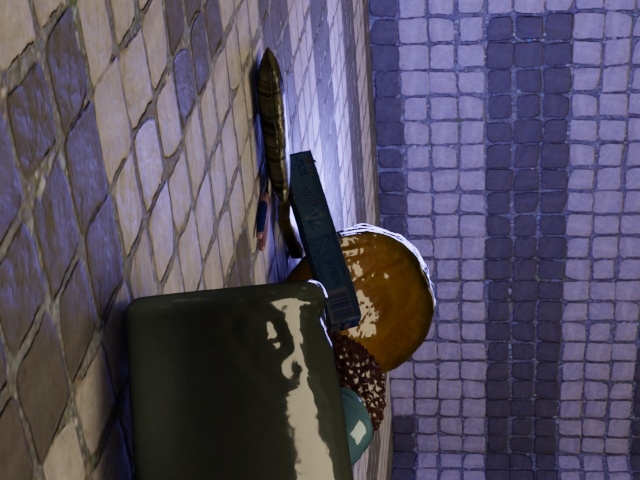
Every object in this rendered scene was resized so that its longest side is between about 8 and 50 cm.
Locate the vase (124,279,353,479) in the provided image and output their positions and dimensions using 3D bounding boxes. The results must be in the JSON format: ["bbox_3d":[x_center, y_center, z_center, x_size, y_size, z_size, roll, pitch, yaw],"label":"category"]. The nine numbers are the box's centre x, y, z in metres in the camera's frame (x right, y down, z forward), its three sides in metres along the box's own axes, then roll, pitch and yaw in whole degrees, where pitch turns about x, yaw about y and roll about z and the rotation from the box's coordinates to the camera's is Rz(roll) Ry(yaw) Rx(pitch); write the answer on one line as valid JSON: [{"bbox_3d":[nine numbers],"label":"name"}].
[{"bbox_3d":[-0.065,0.184,1.051,0.245,0.245,0.291,21,64,-82],"label":"vase"}]

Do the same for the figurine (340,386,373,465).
[{"bbox_3d":[-0.028,0.206,1.563,0.260,0.102,0.205,61,41,-20],"label":"figurine"}]

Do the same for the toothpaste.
[{"bbox_3d":[0.000,0.000,1.800,0.066,0.053,0.272,93,-19,-73],"label":"toothpaste"}]

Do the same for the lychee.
[{"bbox_3d":[0.017,0.225,1.765,0.188,0.188,0.188,0,90,-83],"label":"lychee"}]

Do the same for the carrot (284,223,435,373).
[{"bbox_3d":[0.068,0.094,1.970,0.341,0.241,0.242,-47,136,-81],"label":"carrot"}]

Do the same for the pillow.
[{"bbox_3d":[-0.066,-0.163,1.711,0.113,0.038,0.203,-99,-177,-64],"label":"pillow"}]

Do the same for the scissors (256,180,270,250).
[{"bbox_3d":[-0.080,-0.039,1.700,0.039,0.012,0.113,81,11,-53],"label":"scissors"}]

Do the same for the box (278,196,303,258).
[{"bbox_3d":[-0.046,-0.040,1.927,0.156,0.022,0.089,72,18,-66],"label":"box"}]
